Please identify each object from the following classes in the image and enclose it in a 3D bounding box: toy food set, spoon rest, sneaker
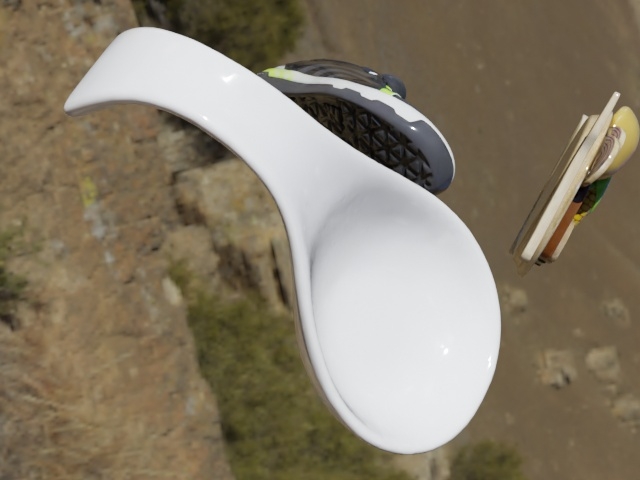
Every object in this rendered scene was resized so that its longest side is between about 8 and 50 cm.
[{"bbox_3d":[0.170,-0.030,0.799,0.132,0.038,0.192,-62,174,5],"label":"toy food set"},{"bbox_3d":[0.000,0.000,0.616,0.276,0.084,0.137,42,61,-23],"label":"spoon rest"},{"bbox_3d":[0.031,-0.099,0.890,0.097,0.234,0.084,-30,123,-25],"label":"sneaker"}]
